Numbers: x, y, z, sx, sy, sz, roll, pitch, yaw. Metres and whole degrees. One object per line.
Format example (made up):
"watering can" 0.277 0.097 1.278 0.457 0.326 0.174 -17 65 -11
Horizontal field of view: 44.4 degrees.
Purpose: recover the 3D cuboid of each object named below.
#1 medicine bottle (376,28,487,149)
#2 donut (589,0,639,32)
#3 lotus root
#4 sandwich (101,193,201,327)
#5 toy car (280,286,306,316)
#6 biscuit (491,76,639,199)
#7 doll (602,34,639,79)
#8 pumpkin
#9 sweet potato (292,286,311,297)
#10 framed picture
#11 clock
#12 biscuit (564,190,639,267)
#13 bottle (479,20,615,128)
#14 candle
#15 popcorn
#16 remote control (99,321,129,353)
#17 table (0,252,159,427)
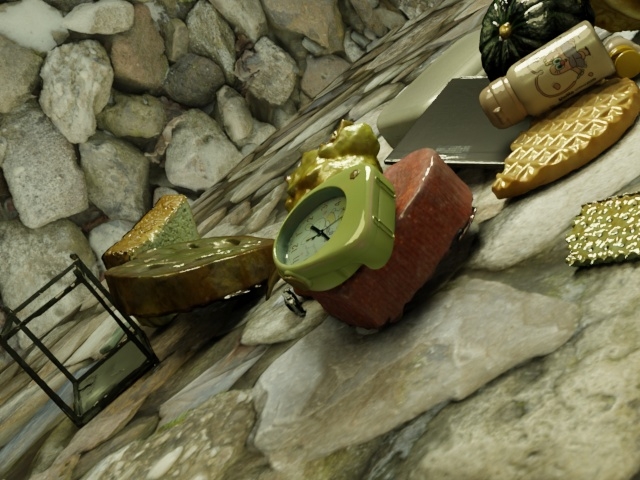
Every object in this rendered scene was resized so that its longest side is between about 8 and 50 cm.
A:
"medicine bottle" 0.309 -0.348 1.775 0.375 0.123 0.282 -44 17 -21
"donut" 0.567 -0.546 1.438 0.330 0.330 0.160 -41 9 -13
"lotus root" -0.258 0.066 1.680 0.375 0.111 0.390 -8 9 9
"sandwich" -0.390 0.060 1.926 0.095 0.249 0.273 0 34 29
"toy car" -0.049 0.110 1.380 0.025 0.041 0.093 -41 14 0
"biscuit" 0.397 -0.180 1.226 0.204 0.040 0.309 -17 24 47
"doll" 0.511 -0.310 1.333 0.084 0.073 0.127 -3 23 1
"pumpkin" 0.385 -0.365 1.405 0.162 0.220 0.220 0 -5 -30
"sweet potato" -0.026 0.088 1.410 0.034 0.034 0.095 -42 23 -18
"framed picture" 0.299 -0.227 1.456 0.255 0.014 0.338 5 39 33
"clock" 0.000 0.000 1.110 0.232 0.069 0.170 -29 37 33
"biscuit" 0.357 -0.019 0.889 0.203 0.016 0.144 -15 26 53
"bottle" 0.362 -0.265 1.286 0.209 0.097 0.110 -29 25 20
"candle" 0.071 0.012 1.187 0.317 0.131 0.287 -36 23 34
"popcorn" 0.025 -0.091 1.434 0.233 0.192 0.266 -74 0 -80
"remote control" -0.554 0.261 2.119 0.053 0.018 0.124 -29 17 24
"table" -0.555 0.211 1.781 0.222 0.272 0.335 -40 15 -12
